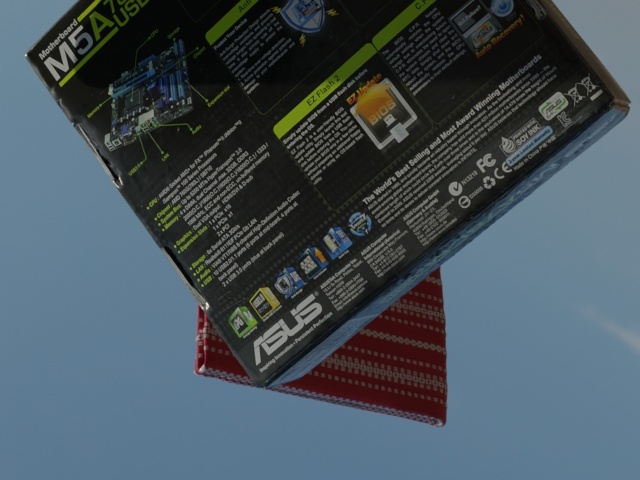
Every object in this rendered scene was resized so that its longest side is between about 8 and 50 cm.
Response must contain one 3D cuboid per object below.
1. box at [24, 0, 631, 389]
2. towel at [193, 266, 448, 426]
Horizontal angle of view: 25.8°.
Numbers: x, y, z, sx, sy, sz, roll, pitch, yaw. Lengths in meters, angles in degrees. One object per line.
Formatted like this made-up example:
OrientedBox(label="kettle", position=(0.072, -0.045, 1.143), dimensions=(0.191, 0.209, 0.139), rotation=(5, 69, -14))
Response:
OrientedBox(label="box", position=(-0.003, -0.066, 0.574), dimensions=(0.184, 0.191, 0.045), rotation=(54, -160, 14))
OrientedBox(label="towel", position=(0.000, 0.000, 1.045), dimensions=(0.199, 0.031, 0.275), rotation=(14, -127, -20))
